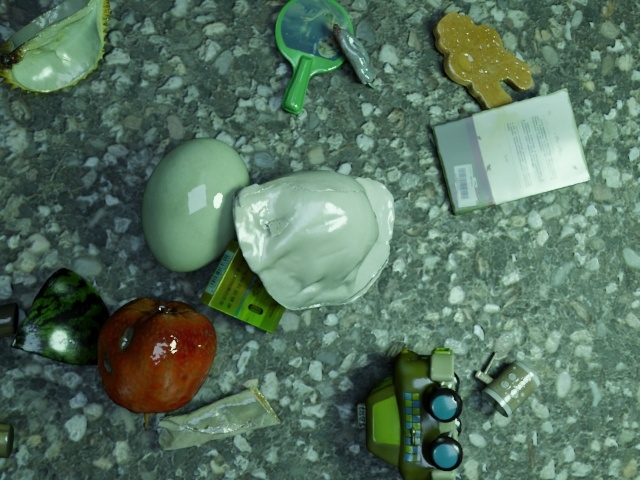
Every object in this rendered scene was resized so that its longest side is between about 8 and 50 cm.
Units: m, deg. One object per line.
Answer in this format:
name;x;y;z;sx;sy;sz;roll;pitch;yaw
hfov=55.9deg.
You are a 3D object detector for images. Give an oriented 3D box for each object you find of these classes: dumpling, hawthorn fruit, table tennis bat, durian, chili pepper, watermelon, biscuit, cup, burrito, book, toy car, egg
dumpling;-0.002;0.000;1.109;0.181;0.341;0.260;-1;96;27
hawthorn fruit;-0.293;0.228;1.056;0.208;0.207;0.243;10;100;-9
table tennis bat;-0.024;-0.375;1.210;0.160;0.039;0.257;18;82;-10
durian;-0.473;-0.368;1.082;0.252;0.139;0.144;-29;88;-9
chili pepper;0.074;-0.367;1.209;0.041;0.050;0.153;-23;113;23
watermelon;-0.447;0.132;1.075;0.137;0.193;0.145;14;80;36
biscuit;0.334;-0.378;1.271;0.236;0.040;0.144;44;74;-3
cup;0.379;0.292;1.233;0.099;0.102;0.074;-40;132;-11
burrito;-0.193;0.334;1.128;0.226;0.060;0.087;-14;94;-11
book;0.391;-0.181;1.243;0.290;0.026;0.201;-14;88;3
toy car;0.168;0.329;1.144;0.198;0.204;0.247;0;89;13
egg;-0.223;-0.063;1.081;0.187;0.186;0.253;22;88;-8

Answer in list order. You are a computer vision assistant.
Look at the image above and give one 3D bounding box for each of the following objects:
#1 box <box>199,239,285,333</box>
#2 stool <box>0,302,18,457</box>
box;-0.123;0.089;1.108;0.193;0.030;0.121;36;79;-51
stool;-0.620;0.241;0.950;0.226;0.310;0.310;3;87;-19
